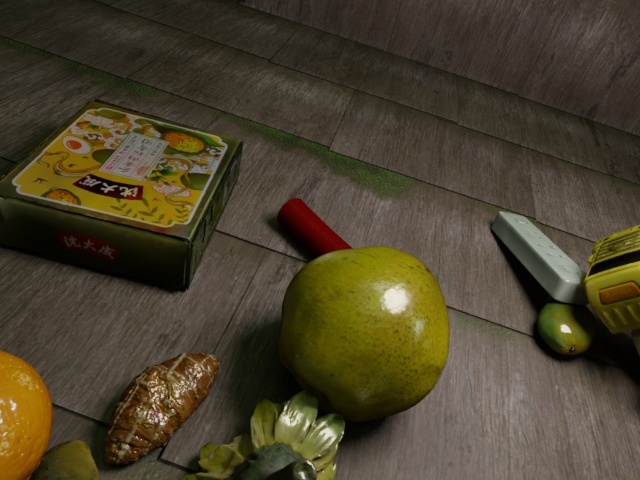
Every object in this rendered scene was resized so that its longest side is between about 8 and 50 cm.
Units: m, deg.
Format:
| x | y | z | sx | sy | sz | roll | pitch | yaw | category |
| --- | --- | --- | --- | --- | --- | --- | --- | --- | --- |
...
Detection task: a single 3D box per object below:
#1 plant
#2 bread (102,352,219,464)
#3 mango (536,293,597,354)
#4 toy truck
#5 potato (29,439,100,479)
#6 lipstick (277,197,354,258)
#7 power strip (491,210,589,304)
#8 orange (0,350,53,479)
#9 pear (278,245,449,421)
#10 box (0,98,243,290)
| x | y | z | sx | sy | sz | roll | pitch | yaw | category |
| --- | --- | --- | --- | --- | --- | --- | --- | --- | --- |
| -0.089 | 0.333 | 0.649 | 0.261 | 0.297 | 0.306 | -12 | 56 | 12 | plant |
| -0.239 | 0.236 | 0.792 | 0.104 | 0.076 | 0.233 | 32 | 40 | 15 | bread |
| 0.545 | 0.177 | 1.136 | 0.122 | 0.086 | 0.191 | 27 | 39 | 24 | mango |
| 0.703 | 0.177 | 1.031 | 0.405 | 0.180 | 0.254 | 52 | 50 | -4 | toy truck |
| -0.317 | 0.334 | 0.640 | 0.105 | 0.085 | 0.188 | 0 | 38 | -23 | potato |
| 0.000 | 0.000 | 1.152 | 0.080 | 0.080 | 0.241 | -21 | 52 | -37 | lipstick |
| 0.531 | 0.025 | 1.274 | 0.091 | 0.063 | 0.385 | 9 | 27 | -12 | power strip |
| -0.444 | 0.231 | 0.619 | 0.219 | 0.193 | 0.219 | -21 | 37 | 17 | orange |
| 0.074 | 0.144 | 0.863 | 0.294 | 0.294 | 0.294 | 10 | 40 | -9 | pear |
| -0.396 | -0.117 | 1.100 | 0.372 | 0.138 | 0.420 | 15 | 38 | -3 | box |
